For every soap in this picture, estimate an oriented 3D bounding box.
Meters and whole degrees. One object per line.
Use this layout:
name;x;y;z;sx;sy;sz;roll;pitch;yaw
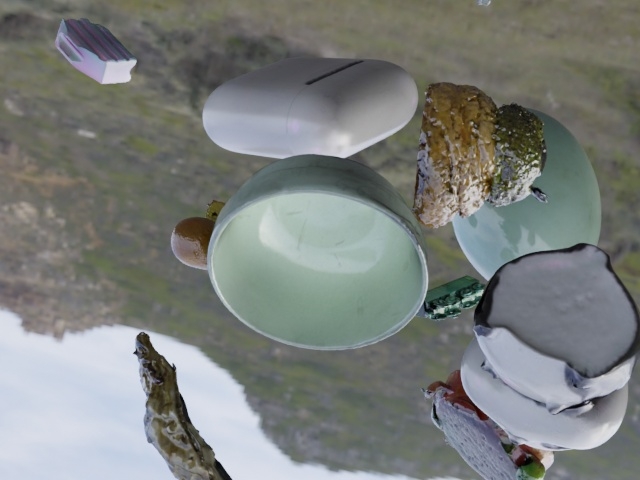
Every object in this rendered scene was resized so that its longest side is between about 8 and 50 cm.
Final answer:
soap;-0.432;-0.361;2.289;0.100;0.056;0.149;-12;-132;-46

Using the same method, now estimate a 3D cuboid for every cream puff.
cream puff;0.205;-0.101;1.505;0.169;0.183;0.183;6;-177;4

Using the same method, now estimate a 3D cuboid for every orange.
orange;-0.177;0.004;1.753;0.085;0.085;0.085;14;-177;-1

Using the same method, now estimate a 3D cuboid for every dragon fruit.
dragon fruit;0.321;0.349;2.220;0.130;0.268;0.295;-33;-136;-22

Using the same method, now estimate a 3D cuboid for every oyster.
oyster;-0.168;0.267;1.557;0.345;0.079;0.128;58;179;18

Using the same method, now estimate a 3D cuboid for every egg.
egg;0.375;-0.072;2.230;0.276;0.388;0.276;-8;149;-5

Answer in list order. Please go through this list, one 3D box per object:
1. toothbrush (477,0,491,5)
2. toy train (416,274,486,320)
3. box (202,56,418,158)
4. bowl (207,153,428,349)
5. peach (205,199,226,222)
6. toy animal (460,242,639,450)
toothbrush;0.217;-0.376;1.441;0.017;0.194;0.014;17;-164;18
toy train;0.219;0.099;2.032;0.148;0.038;0.071;-18;-156;-38
box;-0.021;-0.240;2.172;0.349;0.141;0.289;11;-152;43
bowl;0.000;0.000;1.700;0.307;0.307;0.163;14;-140;-8
peach;-0.183;-0.007;2.261;0.093;0.127;0.172;19;178;-6
toy animal;0.254;0.136;1.328;0.187;0.165;0.235;28;144;21
